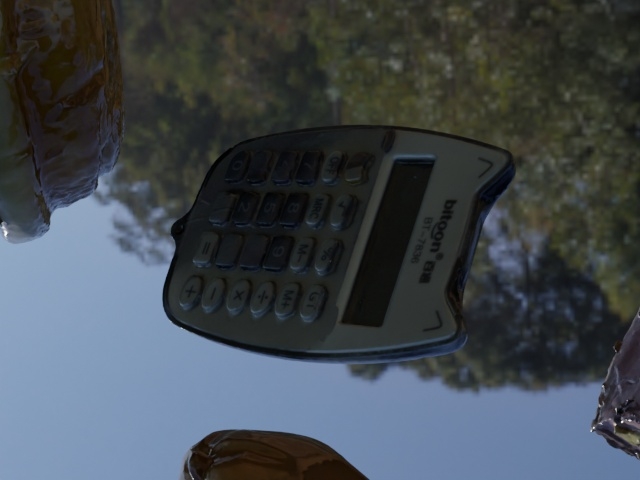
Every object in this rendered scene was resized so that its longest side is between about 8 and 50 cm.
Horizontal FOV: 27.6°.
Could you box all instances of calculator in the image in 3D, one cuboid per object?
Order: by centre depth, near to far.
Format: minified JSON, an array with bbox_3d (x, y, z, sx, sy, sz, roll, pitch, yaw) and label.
[{"bbox_3d":[0.000,0.000,0.891,0.268,0.177,0.040,7,156,33],"label":"calculator"}]

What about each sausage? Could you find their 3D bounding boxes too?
[{"bbox_3d":[-0.009,0.219,0.947,0.136,0.241,0.120,-11,-136,36],"label":"sausage"}]

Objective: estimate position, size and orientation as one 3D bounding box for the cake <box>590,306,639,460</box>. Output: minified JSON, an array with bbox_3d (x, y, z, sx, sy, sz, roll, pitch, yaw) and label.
[{"bbox_3d":[0.329,0.184,1.013,0.113,0.295,0.116,-44,-177,-11],"label":"cake"}]

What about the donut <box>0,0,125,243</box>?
[{"bbox_3d":[-0.288,-0.217,1.123,0.198,0.449,0.449,-11,-164,-12],"label":"donut"}]
